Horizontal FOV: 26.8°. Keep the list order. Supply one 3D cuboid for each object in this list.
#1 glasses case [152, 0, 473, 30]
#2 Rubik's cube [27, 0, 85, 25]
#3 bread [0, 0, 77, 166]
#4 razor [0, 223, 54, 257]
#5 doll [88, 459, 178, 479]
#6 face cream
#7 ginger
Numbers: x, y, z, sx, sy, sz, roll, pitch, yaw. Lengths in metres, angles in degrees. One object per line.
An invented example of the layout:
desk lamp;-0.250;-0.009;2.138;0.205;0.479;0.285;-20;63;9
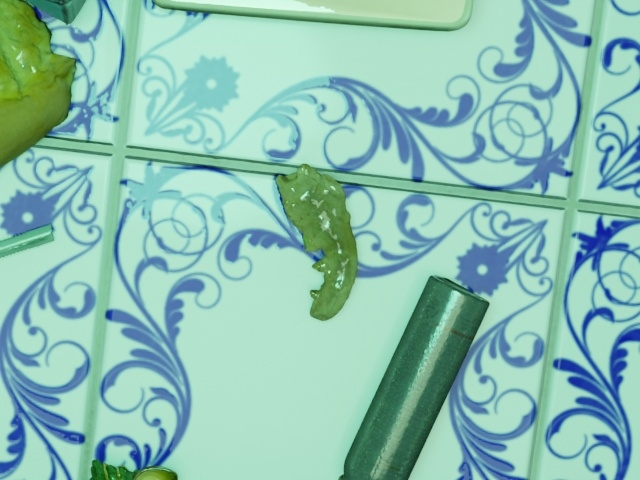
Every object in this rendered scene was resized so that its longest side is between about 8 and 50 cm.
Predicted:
glasses case;-0.007;-0.299;1.398;0.337;0.076;0.144;5;95;-4
Rubik's cube;-0.281;-0.360;1.296;0.205;0.205;0.207;29;83;-6
bread;-0.381;-0.148;1.362;0.252;0.133;0.174;-34;94;1
razor;-0.386;0.023;1.430;0.211;0.036;0.084;-18;99;-1
doll;-0.208;0.271;1.467;0.113;0.076;0.078;-6;125;-31
face cream;0.094;0.177;1.459;0.073;0.073;0.283;24;94;-6
ginger;0.004;0.000;1.446;0.070;0.051;0.173;-14;95;1
